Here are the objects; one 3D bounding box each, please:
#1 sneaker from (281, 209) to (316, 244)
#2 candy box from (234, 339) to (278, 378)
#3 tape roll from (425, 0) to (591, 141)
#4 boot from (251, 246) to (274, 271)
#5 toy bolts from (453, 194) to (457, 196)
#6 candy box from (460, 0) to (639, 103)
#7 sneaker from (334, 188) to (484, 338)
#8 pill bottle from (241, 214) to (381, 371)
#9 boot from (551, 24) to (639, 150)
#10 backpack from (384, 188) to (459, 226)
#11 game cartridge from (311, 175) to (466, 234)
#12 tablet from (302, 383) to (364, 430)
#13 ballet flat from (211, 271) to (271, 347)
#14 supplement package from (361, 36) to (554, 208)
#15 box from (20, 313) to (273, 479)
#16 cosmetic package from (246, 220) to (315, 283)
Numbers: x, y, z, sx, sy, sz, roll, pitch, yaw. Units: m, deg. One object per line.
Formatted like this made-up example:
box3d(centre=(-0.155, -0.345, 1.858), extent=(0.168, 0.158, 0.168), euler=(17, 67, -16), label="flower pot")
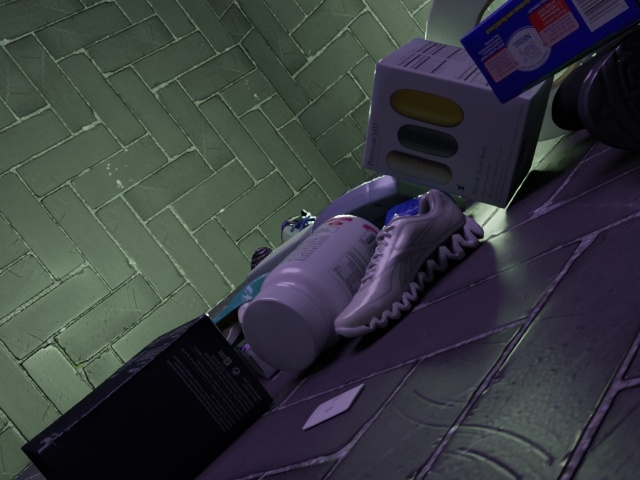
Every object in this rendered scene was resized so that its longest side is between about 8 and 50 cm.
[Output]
box3d(centre=(-0.001, 0.000, 1.988), extent=(0.315, 0.182, 0.127), euler=(-33, 8, 46), label="sneaker")
box3d(centre=(-0.076, 0.178, 1.531), extent=(0.165, 0.070, 0.196), euler=(-40, 5, -15), label="candy box")
box3d(centre=(0.392, -0.381, 1.517), extent=(0.392, 0.392, 0.072), euler=(-36, 5, 15), label="tape roll")
box3d(centre=(-0.125, 0.150, 2.016), extent=(0.083, 0.161, 0.246), euler=(4, 69, 22), label="boot")
box3d(centre=(0.195, -0.127, 1.737), extent=(0.228, 0.218, 0.158), euler=(-53, 6, -11), label="toy bolts")
box3d(centre=(0.391, -0.339, 1.083), extent=(0.317, 0.122, 0.268), euler=(-34, 2, -28), label="candy box")
box3d(centre=(0.116, 0.036, 1.226), extent=(0.292, 0.118, 0.110), euler=(-41, 8, -23), label="sneaker")
box3d(centre=(-0.001, 0.084, 1.340), extent=(0.160, 0.160, 0.283), euler=(-34, 6, 39), label="pill bottle")
box3d(centre=(0.442, -0.233, 1.171), extent=(0.367, 0.146, 0.445), euler=(-30, 7, -7), label="boot")
box3d(centre=(0.186, -0.021, 1.393), extent=(0.120, 0.098, 0.101), euler=(-26, 31, 25), label="backpack")
box3d(centre=(0.117, -0.042, 1.589), extent=(0.196, 0.060, 0.294), euler=(11, -25, -31), label="game cartridge")
box3d(centre=(0.016, 0.206, 0.997), extent=(0.083, 0.006, 0.054), euler=(-35, 6, 36), label="tablet")
box3d(centre=(-0.150, 0.157, 1.488), extent=(0.247, 0.083, 0.087), euler=(-38, 30, 17), label="ballet flat")
box3d(centre=(0.239, -0.211, 1.402), extent=(0.198, 0.263, 0.199), euler=(-44, -33, -53), label="supplement package")
box3d(centre=(-0.293, 0.302, 1.312), extent=(0.312, 0.179, 0.343), euler=(-39, 5, -26), label="box")
box3d(centre=(-0.028, 0.065, 1.757), extent=(0.184, 0.151, 0.151), euler=(-34, 7, 39), label="cosmetic package")
